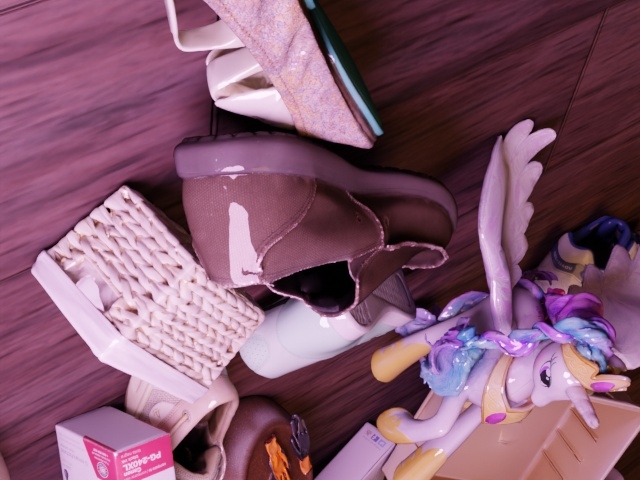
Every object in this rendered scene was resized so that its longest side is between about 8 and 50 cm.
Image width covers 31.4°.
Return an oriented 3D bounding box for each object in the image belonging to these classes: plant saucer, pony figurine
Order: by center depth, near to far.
[{"bbox_3d":[0.218,0.098,1.263,0.363,0.302,0.351,-33,-153,46],"label":"pony figurine"},{"bbox_3d":[-0.060,0.274,1.280,0.036,0.199,0.198,-5,170,32],"label":"plant saucer"}]

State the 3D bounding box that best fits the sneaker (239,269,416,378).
[{"bbox_3d":[0.003,0.074,1.186,0.151,0.094,0.256,-25,175,21],"label":"sneaker"}]

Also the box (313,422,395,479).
[{"bbox_3d":[-0.027,0.424,1.564,0.322,0.058,0.232,-41,157,-33],"label":"box"}]

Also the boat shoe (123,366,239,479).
[{"bbox_3d":[-0.150,0.217,1.150,0.109,0.098,0.302,-19,146,-37],"label":"boat shoe"}]

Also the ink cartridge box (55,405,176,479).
[{"bbox_3d":[-0.186,0.244,1.064,0.063,0.109,0.151,-16,107,-40],"label":"ink cartridge box"}]

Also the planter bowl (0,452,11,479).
[{"bbox_3d":[-0.324,0.242,0.953,0.162,0.109,0.162,-31,151,-20],"label":"planter bowl"}]

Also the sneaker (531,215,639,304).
[{"bbox_3d":[0.424,0.025,1.613,0.296,0.112,0.131,-17,143,-41],"label":"sneaker"}]

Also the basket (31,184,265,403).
[{"bbox_3d":[-0.132,0.045,0.921,0.103,0.113,0.167,-45,152,0],"label":"basket"}]

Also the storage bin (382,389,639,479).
[{"bbox_3d":[0.260,0.273,1.548,0.260,0.123,0.262,15,115,-30],"label":"storage bin"}]

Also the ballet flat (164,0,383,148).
[{"bbox_3d":[-0.044,-0.149,0.800,0.106,0.108,0.316,-23,147,6],"label":"ballet flat"}]

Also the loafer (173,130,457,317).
[{"bbox_3d":[0.000,0.000,0.957,0.366,0.133,0.130,10,81,-56],"label":"loafer"}]

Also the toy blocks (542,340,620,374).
[{"bbox_3d":[0.287,0.253,1.724,0.260,0.191,0.381,-8,137,-30],"label":"toy blocks"}]

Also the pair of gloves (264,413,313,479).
[{"bbox_3d":[-0.033,0.241,1.281,0.083,0.010,0.074,-37,117,-55],"label":"pair of gloves"}]

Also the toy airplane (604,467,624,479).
[{"bbox_3d":[0.346,0.509,1.919,0.272,0.384,0.386,134,-25,-58],"label":"toy airplane"}]
